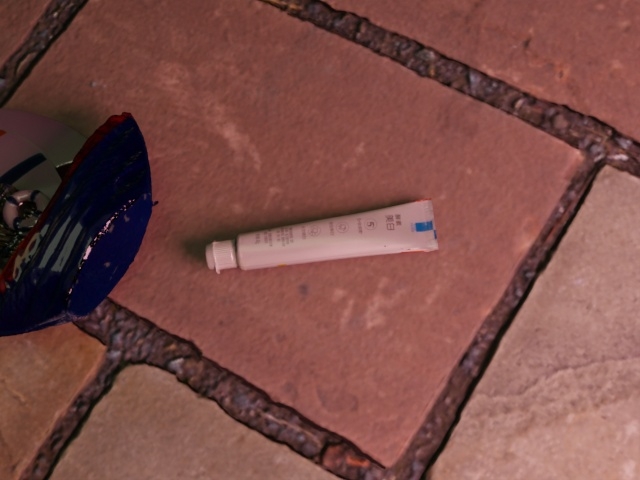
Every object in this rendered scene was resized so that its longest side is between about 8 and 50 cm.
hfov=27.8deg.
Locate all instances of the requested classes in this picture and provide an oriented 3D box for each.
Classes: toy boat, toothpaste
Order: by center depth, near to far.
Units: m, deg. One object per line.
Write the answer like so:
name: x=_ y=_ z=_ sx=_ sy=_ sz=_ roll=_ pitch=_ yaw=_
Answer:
toothpaste: x=0.000 y=0.000 z=1.065 sx=0.190 sy=0.031 sz=0.048 roll=-8 pitch=63 yaw=4
toy boat: x=-0.262 y=-0.056 z=1.134 sx=0.219 sy=0.072 sz=0.318 roll=-37 pitch=55 yaw=-3
